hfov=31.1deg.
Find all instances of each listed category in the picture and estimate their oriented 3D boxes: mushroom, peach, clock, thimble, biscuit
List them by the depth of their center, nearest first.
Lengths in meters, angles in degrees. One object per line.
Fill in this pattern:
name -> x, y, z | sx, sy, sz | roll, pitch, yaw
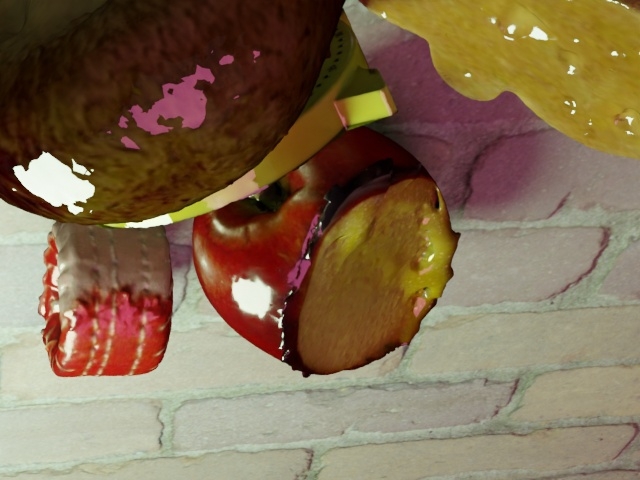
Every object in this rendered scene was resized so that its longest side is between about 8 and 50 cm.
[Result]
mushroom -> -0.136, -0.191, 0.752 | 0.334, 0.331, 0.356 | -49, 153, -14
biscuit -> 0.183, -0.190, 0.971 | 0.354, 0.052, 0.275 | 29, 159, 9
clock -> -0.092, -0.120, 0.982 | 0.293, 0.277, 0.071 | -28, 120, -1
peach -> 0.000, 0.000, 1.230 | 0.258, 0.201, 0.361 | -55, 149, 3
thimble -> -0.235, 0.062, 1.255 | 0.124, 0.163, 0.190 | 0, 142, -20
